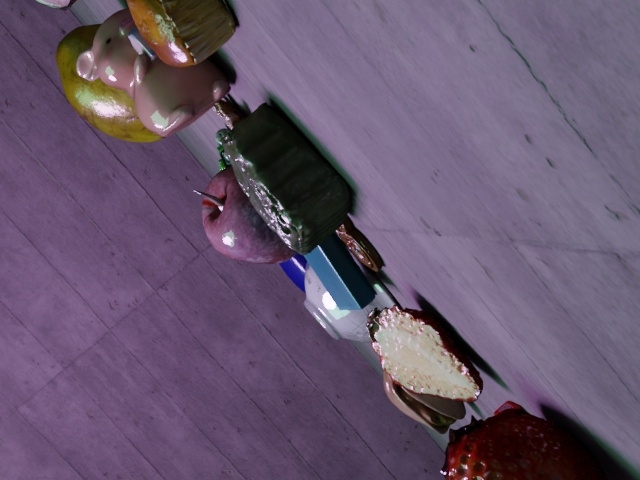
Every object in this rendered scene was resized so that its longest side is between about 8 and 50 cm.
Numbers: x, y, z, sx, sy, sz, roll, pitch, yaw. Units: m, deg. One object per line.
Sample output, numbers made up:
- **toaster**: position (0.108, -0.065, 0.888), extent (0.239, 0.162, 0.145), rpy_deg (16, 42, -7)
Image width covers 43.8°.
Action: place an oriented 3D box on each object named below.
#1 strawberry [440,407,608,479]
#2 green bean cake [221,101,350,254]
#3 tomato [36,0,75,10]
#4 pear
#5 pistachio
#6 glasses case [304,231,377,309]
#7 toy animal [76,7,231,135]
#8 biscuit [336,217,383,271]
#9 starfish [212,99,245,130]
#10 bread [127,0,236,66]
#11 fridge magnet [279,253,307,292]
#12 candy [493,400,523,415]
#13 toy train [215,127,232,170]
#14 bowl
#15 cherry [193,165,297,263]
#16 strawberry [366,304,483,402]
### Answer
- **strawberry**: position (0.312, 0.392, 1.151), extent (0.288, 0.238, 0.250), rpy_deg (21, 133, 54)
- **green bean cake**: position (-0.060, -0.100, 1.322), extent (0.227, 0.125, 0.222), rpy_deg (53, 173, 10)
- **tomato**: position (-0.477, -0.533, 1.407), extent (0.180, 0.155, 0.214), rpy_deg (34, 155, -9)
- **pear**: position (-0.445, -0.362, 1.816), extent (0.321, 0.269, 0.269), rpy_deg (38, 177, -19)
- **pistachio**: position (0.235, 0.343, 1.831), extent (0.215, 0.144, 0.144), rpy_deg (44, 173, 3)
- **glasses case**: position (0.001, 0.000, 1.576), extent (0.301, 0.070, 0.117), rpy_deg (58, 160, -8)
- **toy animal**: position (-0.297, -0.303, 1.411), extent (0.256, 0.195, 0.213), rpy_deg (52, 165, 1)
- **biscuit**: position (0.051, -0.010, 1.478), extent (0.175, 0.026, 0.124), rpy_deg (50, 173, -9)
- **starfish**: position (-0.170, -0.235, 1.580), extent (0.227, 0.043, 0.240), rpy_deg (51, 177, 7)
- **bread**: position (-0.199, -0.312, 1.099), extent (0.132, 0.114, 0.190), rpy_deg (55, 166, -26)
- **fridge magnet**: position (-0.036, 0.065, 2.075), extent (0.265, 0.112, 0.265), rpy_deg (49, 174, 7)
- **candy**: position (0.358, 0.337, 1.378), extent (0.122, 0.038, 0.062), rpy_deg (49, 173, -3)
- **toy train**: position (-0.207, -0.185, 1.969), extent (0.251, 0.085, 0.119), rpy_deg (76, 168, -67)
- **bowl**: position (0.050, 0.134, 1.780), extent (0.313, 0.146, 0.313), rpy_deg (49, 174, 7)
- **cherry**: position (-0.153, -0.058, 1.752), extent (0.285, 0.213, 0.236), rpy_deg (28, -148, -30)
- **strawberry**: position (0.193, 0.194, 1.434), extent (0.236, 0.107, 0.175), rpy_deg (47, 136, 8)
